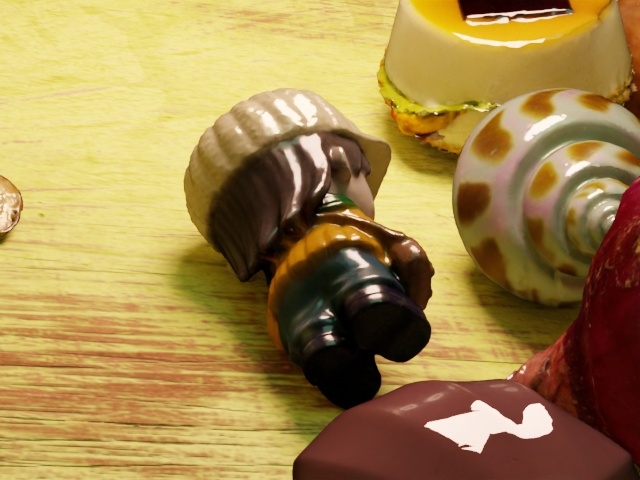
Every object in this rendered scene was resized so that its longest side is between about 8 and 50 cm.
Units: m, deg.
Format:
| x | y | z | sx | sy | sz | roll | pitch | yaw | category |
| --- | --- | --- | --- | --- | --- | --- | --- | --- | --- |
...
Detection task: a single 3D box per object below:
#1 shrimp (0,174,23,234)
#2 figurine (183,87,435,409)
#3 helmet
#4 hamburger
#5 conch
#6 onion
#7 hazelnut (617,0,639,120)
| x | y | z | sx | sy | sz | roll | pitch | yaw | category |
| --- | --- | --- | --- | --- | --- | --- | --- | --- | --- |
| -0.366 | -0.034 | 1.676 | 0.178 | 0.034 | 0.124 | 7 | 36 | -21 | shrimp |
| -0.018 | -0.012 | 1.631 | 0.204 | 0.185 | 0.332 | 42 | 15 | -24 | figurine |
| 0.088 | 0.200 | 1.210 | 0.271 | 0.197 | 0.338 | -31 | 35 | -20 | helmet |
| 0.208 | -0.203 | 2.029 | 0.294 | 0.179 | 0.276 | -6 | 32 | -3 | hamburger |
| 0.255 | -0.035 | 1.776 | 0.249 | 0.197 | 0.368 | 25 | 30 | -12 | conch |
| 0.317 | 0.095 | 1.507 | 0.385 | 0.348 | 0.348 | -18 | 23 | 19 | onion |
| 0.413 | -0.192 | 2.128 | 0.210 | 0.210 | 0.186 | 5 | 64 | -15 | hazelnut |
